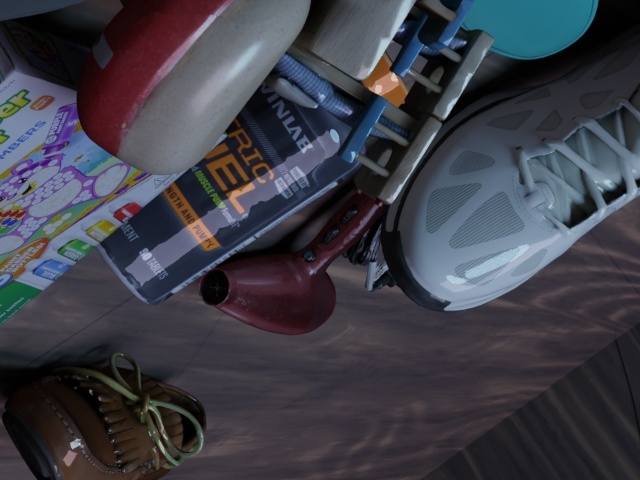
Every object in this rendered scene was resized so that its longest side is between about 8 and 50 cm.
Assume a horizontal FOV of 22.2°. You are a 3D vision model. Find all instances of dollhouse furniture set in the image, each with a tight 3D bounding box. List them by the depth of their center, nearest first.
[{"bbox_3d":[0.030,-0.097,0.977,0.129,0.129,0.183,-59,-162,3],"label":"dollhouse furniture set"}]

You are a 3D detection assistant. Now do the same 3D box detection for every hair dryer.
[{"bbox_3d":[0.000,0.000,1.594,0.293,0.080,0.224,-29,147,-29],"label":"hair dryer"}]

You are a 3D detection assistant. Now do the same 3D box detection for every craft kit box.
[{"bbox_3d":[-0.214,-0.026,1.006,0.250,0.061,0.246,-39,159,17],"label":"craft kit box"}]

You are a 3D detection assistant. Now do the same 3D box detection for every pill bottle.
[{"bbox_3d":[-0.058,-0.071,1.177,0.245,0.130,0.130,-34,162,2],"label":"pill bottle"}]

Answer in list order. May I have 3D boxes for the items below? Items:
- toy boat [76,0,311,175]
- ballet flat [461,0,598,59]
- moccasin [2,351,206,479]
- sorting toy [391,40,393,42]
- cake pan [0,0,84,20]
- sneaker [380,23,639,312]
[{"bbox_3d":[-0.093,-0.147,0.915,0.151,0.151,0.231,-51,-163,29],"label":"toy boat"},{"bbox_3d":[0.089,-0.220,1.047,0.123,0.123,0.348,-38,154,16],"label":"ballet flat"},{"bbox_3d":[-0.193,0.181,1.586,0.147,0.139,0.380,-35,162,5],"label":"moccasin"},{"bbox_3d":[0.066,-0.178,1.293,0.062,0.012,0.083,-19,158,-36],"label":"sorting toy"},{"bbox_3d":[-0.103,-0.185,0.660,0.293,0.054,0.293,-25,161,-9],"label":"cake pan"},{"bbox_3d":[0.264,-0.102,1.467,0.447,0.169,0.257,-35,-174,-22],"label":"sneaker"}]
